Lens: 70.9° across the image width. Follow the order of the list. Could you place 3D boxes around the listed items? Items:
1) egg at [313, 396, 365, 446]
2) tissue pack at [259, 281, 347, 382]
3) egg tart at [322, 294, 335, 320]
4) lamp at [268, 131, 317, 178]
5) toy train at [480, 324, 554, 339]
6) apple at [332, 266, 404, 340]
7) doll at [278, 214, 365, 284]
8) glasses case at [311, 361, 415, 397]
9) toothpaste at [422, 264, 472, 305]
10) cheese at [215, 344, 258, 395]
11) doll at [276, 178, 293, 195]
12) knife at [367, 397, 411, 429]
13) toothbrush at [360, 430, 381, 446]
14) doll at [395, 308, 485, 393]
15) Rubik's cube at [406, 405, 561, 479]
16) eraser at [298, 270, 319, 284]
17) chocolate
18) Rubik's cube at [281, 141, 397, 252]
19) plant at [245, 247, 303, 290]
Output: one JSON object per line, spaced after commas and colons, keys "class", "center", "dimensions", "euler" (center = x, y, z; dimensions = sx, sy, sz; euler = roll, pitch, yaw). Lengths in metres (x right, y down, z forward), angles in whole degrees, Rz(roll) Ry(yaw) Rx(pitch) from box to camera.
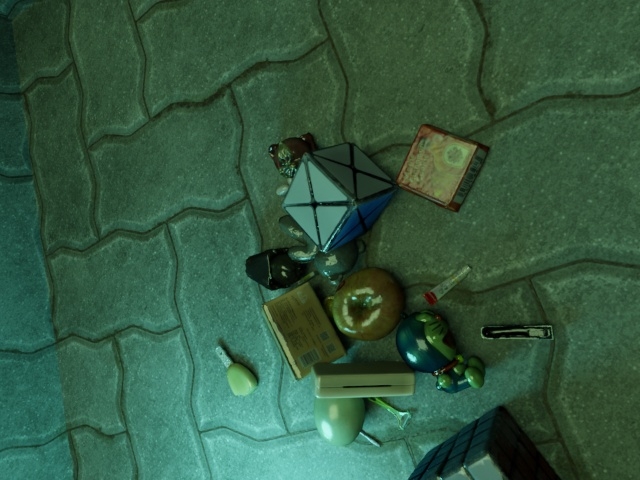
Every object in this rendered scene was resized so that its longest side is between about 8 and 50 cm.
{"class": "egg", "center": [0.068, 0.612, 1.618], "dimensions": [0.187, 0.187, 0.253], "euler": [-3, 93, 29]}
{"class": "tissue pack", "center": [-0.074, 0.351, 1.700], "dimensions": [0.239, 0.239, 0.305], "euler": [-34, 76, 25]}
{"class": "egg tart", "center": [0.056, 0.254, 1.700], "dimensions": [0.105, 0.039, 0.105], "euler": [1, 91, 29]}
{"class": "lamp", "center": [-0.107, -0.312, 1.697], "dimensions": [0.215, 0.223, 0.151], "euler": [-10, 105, 19]}
{"class": "toy train", "center": [0.608, 0.284, 1.396], "dimensions": [0.208, 0.047, 0.043], "euler": [-7, 87, 29]}
{"class": "apple", "center": [0.167, 0.221, 1.552], "dimensions": [0.261, 0.194, 0.260], "euler": [1, 91, 26]}
{"class": "doll", "center": [0.003, 0.005, 1.674], "dimensions": [0.340, 0.158, 0.246], "euler": [37, 73, 26]}
{"class": "glasses case", "center": [0.141, 0.467, 1.513], "dimensions": [0.337, 0.144, 0.076], "euler": [1, 91, -7]}
{"class": "toothpaste", "center": [0.426, 0.147, 1.503], "dimensions": [0.190, 0.031, 0.048], "euler": [-45, 75, 25]}
{"class": "cheese", "center": [-0.376, 0.561, 1.938], "dimensions": [0.255, 0.050, 0.127], "euler": [46, 113, 21]}
{"class": "doll", "center": [-0.079, -0.202, 1.751], "dimensions": [0.161, 0.059, 0.160], "euler": [44, 112, 21]}
{"class": "knife", "center": [0.244, 0.607, 1.616], "dimensions": [0.166, 0.023, 0.078], "euler": [29, 98, 23]}
{"class": "toothbrush", "center": [0.143, 0.713, 1.677], "dimensions": [0.193, 0.019, 0.013], "euler": [27, 103, 23]}
{"class": "doll", "center": [0.367, 0.358, 1.445], "dimensions": [0.186, 0.198, 0.322], "euler": [-43, 75, 21]}
{"class": "Rubik's cube", "center": [0.487, 0.756, 1.306], "dimensions": [0.337, 0.344, 0.343], "euler": [-43, 71, 21]}
{"class": "eraser", "center": [-0.048, 0.147, 1.754], "dimensions": [0.083, 0.038, 0.019], "euler": [-34, 70, 24]}
{"class": "chocolate", "center": [0.386, -0.242, 1.471], "dimensions": [0.235, 0.108, 0.237], "euler": [31, 107, 26]}
{"class": "Rubik's cube", "center": [0.061, -0.155, 1.531], "dimensions": [0.255, 0.259, 0.260], "euler": [48, 132, 17]}
{"class": "plant", "center": [-0.178, 0.109, 1.770], "dimensions": [0.256, 0.142, 0.164], "euler": [3, 93, 40]}
